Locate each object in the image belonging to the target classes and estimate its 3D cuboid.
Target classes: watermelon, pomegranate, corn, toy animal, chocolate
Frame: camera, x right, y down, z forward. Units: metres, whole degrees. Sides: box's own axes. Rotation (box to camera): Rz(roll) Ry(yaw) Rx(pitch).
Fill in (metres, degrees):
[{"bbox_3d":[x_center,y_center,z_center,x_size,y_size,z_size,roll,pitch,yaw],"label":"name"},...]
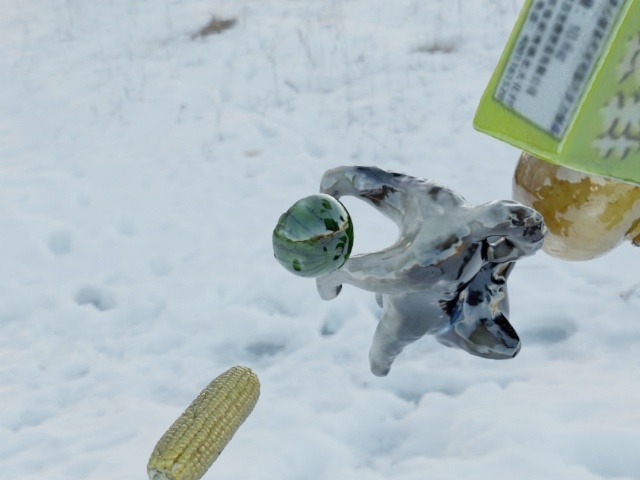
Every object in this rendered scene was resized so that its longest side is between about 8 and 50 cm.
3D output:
[{"bbox_3d":[0.000,0.000,1.278,0.105,0.105,0.062,-18,29,-27],"label":"watermelon"},{"bbox_3d":[0.401,-0.083,1.585,0.248,0.248,0.248,-6,20,2],"label":"pomegranate"},{"bbox_3d":[-0.135,0.222,1.286,0.068,0.068,0.207,6,33,30],"label":"corn"},{"bbox_3d":[0.174,0.054,1.463,0.302,0.344,0.194,-4,57,22],"label":"toy animal"},{"bbox_3d":[0.345,-0.193,1.069,0.288,0.301,0.137,10,22,-28],"label":"chocolate"}]
